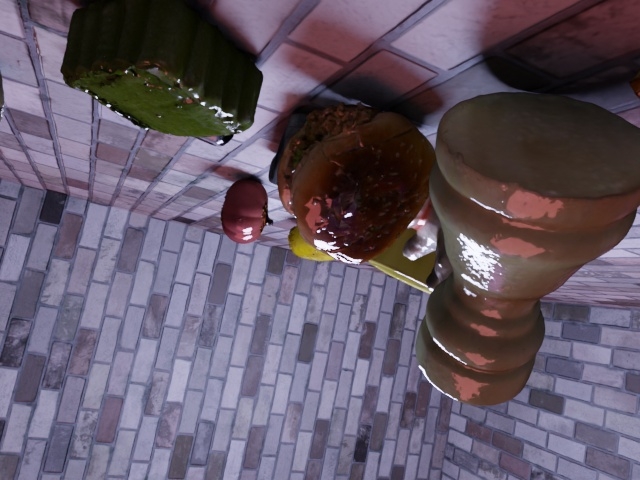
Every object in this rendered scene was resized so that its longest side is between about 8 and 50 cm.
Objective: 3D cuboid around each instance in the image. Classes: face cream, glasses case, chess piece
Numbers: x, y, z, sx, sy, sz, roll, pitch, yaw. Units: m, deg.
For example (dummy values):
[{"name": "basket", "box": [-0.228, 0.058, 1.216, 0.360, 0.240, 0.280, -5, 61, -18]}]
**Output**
[{"name": "face cream", "box": [0.249, 0.017, 1.262, 0.218, 0.179, 0.218, 26, 176, 2]}, {"name": "glasses case", "box": [-0.021, -0.154, 0.991, 0.131, 0.074, 0.323, 12, 172, -10]}, {"name": "chess piece", "box": [0.245, 0.041, 0.713, 0.234, 0.234, 0.442, 10, 135, 10]}]

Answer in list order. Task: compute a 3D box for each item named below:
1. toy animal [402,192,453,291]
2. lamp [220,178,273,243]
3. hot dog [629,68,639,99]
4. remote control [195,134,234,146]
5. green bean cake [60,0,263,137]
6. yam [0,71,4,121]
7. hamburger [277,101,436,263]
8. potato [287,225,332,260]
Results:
[{"name": "toy animal", "box": [0.209, -0.009, 0.987, 0.266, 0.308, 0.188, -2, 151, 47]}, {"name": "lamp", "box": [-0.198, -0.079, 1.417, 0.140, 0.182, 0.182, 8, 172, 0]}, {"name": "hot dog", "box": [0.398, -0.144, 0.504, 0.169, 0.061, 0.078, 30, 145, 18]}, {"name": "remote control", "box": [-0.273, -0.224, 0.883, 0.265, 0.066, 0.090, 15, 168, -25]}, {"name": "green bean cake", "box": [-0.200, -0.215, 0.672, 0.200, 0.113, 0.214, 7, 171, 32]}, {"name": "yam", "box": [-0.650, -0.279, 0.891, 0.194, 0.107, 0.107, 15, 172, -32]}, {"name": "hamburger", "box": [0.061, -0.094, 0.794, 0.243, 0.286, 0.146, -17, -138, -14]}, {"name": "potato", "box": [0.000, 0.000, 1.836, 0.173, 0.140, 0.300, 25, 160, -34]}]
